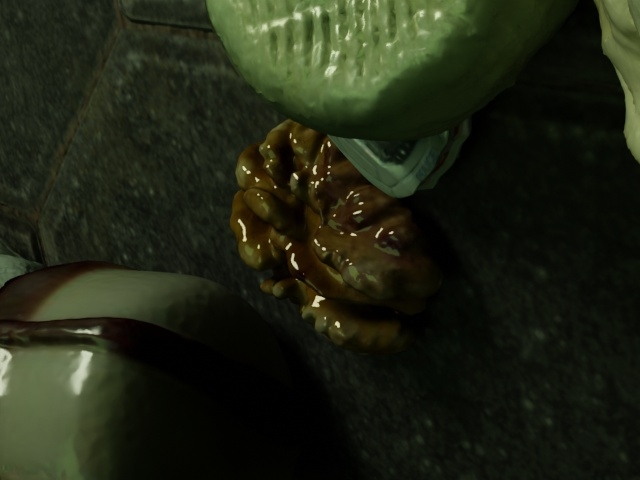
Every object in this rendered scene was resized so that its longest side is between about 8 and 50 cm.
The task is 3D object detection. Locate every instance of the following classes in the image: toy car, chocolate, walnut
[{"bbox_3d":[0.007,-0.114,0.628,0.205,0.056,0.095,48,140,15],"label":"toy car"},{"bbox_3d":[-0.123,0.146,0.794,0.186,0.283,0.283,-2,112,29],"label":"chocolate"},{"bbox_3d":[0.000,0.000,0.696,0.170,0.069,0.143,43,140,26],"label":"walnut"}]

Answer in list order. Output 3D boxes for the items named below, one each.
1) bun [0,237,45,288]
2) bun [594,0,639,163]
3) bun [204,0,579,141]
[{"bbox_3d":[-0.326,0.146,1.047,0.354,0.194,0.354,23,125,36],"label":"bun"},{"bbox_3d":[0.193,-0.087,0.355,0.259,0.160,0.259,23,125,37],"label":"bun"},{"bbox_3d":[0.034,-0.146,0.520,0.195,0.118,0.195,6,102,33],"label":"bun"}]
